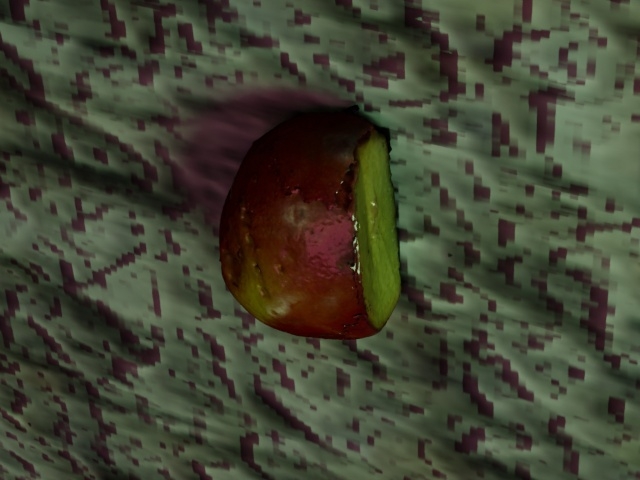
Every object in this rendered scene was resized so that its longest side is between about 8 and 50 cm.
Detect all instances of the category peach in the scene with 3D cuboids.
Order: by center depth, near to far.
[{"bbox_3d":[0.000,0.000,0.626,0.077,0.050,0.083,44,132,-8],"label":"peach"}]
